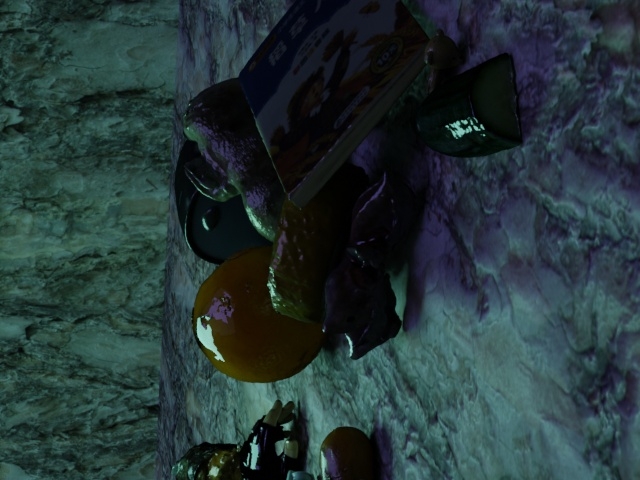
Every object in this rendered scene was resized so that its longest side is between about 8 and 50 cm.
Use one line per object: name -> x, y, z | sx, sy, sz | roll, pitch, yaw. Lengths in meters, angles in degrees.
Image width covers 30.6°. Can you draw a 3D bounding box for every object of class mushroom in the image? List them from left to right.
mushroom -> -0.106, -0.151, 1.971 | 0.130, 0.247, 0.344 | 87, 159, -56

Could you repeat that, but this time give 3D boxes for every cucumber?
cucumber -> 0.168, -0.154, 1.453 | 0.244, 0.063, 0.115 | 158, 111, -74

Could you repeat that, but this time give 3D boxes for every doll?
doll -> 0.151, -0.231, 1.523 | 0.061, 0.051, 0.093 | -66, 8, -28

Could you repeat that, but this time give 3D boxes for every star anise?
star anise -> 0.074, 0.043, 1.674 | 0.198, 0.110, 0.258 | 49, -125, -78

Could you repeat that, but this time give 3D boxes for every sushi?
sushi -> -0.219, 0.595, 2.446 | 0.207, 0.234, 0.349 | 175, 90, -73

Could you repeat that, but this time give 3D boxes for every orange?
orange -> -0.104, 0.128, 2.047 | 0.246, 0.246, 0.246 | 180, 90, -73

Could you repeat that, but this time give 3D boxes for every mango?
mango -> 0.042, 0.371, 1.821 | 0.105, 0.084, 0.159 | 122, 145, -70

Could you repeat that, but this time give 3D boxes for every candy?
candy -> 0.000, 0.000, 1.778 | 0.260, 0.118, 0.260 | 12, -90, -81

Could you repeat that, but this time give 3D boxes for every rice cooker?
rice cooker -> -0.145, -0.092, 2.176 | 0.224, 0.267, 0.267 | -102, 20, -55

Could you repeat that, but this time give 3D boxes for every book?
book -> 0.010, -0.265, 1.755 | 0.300, 0.039, 0.428 | -49, 31, 17

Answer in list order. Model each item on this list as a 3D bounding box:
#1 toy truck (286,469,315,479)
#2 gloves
toy truck -> -0.064, 0.537, 2.147 | 0.257, 0.108, 0.140 | 112, 165, -47
gloves -> -0.095, 0.399, 2.244 | 0.164, 0.124, 0.203 | 19, 117, 53
